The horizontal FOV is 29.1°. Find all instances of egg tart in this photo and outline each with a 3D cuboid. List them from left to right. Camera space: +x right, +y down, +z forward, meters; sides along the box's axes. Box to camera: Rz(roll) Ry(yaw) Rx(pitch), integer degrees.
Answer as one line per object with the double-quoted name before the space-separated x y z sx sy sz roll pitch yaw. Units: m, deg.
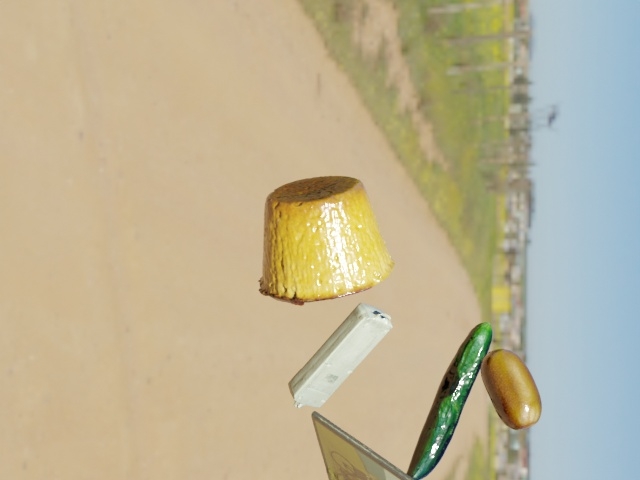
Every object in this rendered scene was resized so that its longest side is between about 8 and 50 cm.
"egg tart" 0.000 0.000 1.874 0.215 0.215 0.171 -63 145 -69

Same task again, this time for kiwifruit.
"kiwifruit" 0.276 0.214 1.785 0.124 0.075 0.075 64 1 19

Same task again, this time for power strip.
"power strip" 0.038 0.224 2.407 0.078 0.272 0.052 22 28 -37

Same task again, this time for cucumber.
"cucumber" 0.207 0.259 1.968 0.284 0.056 0.056 -64 167 -6

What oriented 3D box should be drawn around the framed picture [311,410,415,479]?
"framed picture" 0.125 0.373 1.640 0.013 0.323 0.244 -44 147 -24
